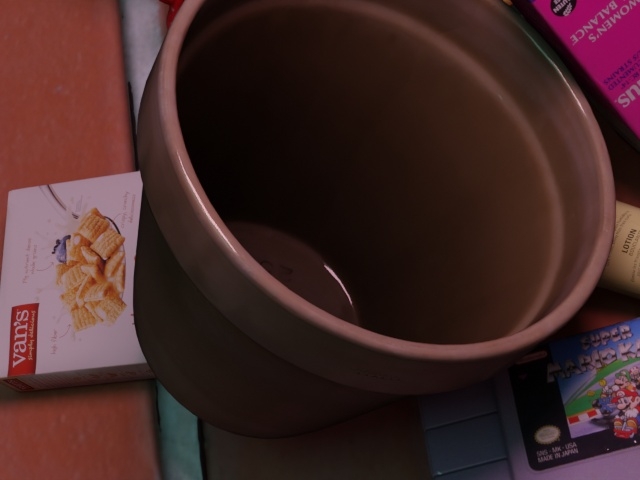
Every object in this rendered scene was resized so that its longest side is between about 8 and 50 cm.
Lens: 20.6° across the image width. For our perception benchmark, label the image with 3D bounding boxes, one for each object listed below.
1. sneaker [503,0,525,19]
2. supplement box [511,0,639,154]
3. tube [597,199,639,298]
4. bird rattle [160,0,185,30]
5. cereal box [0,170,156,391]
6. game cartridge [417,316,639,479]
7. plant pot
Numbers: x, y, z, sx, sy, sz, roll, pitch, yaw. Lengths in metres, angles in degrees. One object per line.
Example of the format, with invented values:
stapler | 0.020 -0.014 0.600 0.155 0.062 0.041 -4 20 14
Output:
sneaker | 0.093 -0.204 1.365 0.321 0.124 0.180 -28 78 10
supplement box | 0.220 -0.155 1.235 0.111 0.220 0.114 -42 34 6
tube | 0.177 -0.008 1.311 0.240 0.062 0.070 20 38 34
bird rattle | -0.151 -0.315 1.507 0.143 0.207 0.253 -21 51 35
cereal box | -0.152 0.028 1.445 0.240 0.047 0.173 -8 67 21
game cartridge | 0.250 0.151 1.172 0.355 0.068 0.230 -16 58 10
plant pot | 0.000 0.000 1.229 0.323 0.280 0.323 12 55 -18
